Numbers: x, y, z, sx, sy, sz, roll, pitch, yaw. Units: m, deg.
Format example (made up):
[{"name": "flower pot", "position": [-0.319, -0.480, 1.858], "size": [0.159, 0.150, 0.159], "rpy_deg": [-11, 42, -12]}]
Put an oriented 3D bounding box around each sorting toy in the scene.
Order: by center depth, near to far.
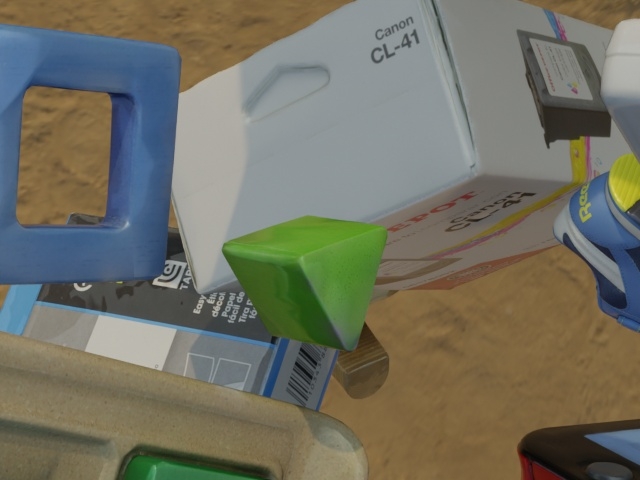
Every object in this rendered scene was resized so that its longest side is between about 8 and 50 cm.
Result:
[{"name": "sorting toy", "position": [-0.063, 0.122, 0.344], "size": [0.047, 0.196, 0.347], "rpy_deg": [9, 82, 42]}]

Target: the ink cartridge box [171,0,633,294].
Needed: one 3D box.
[{"name": "ink cartridge box", "position": [0.076, -0.055, 0.930], "size": [0.226, 0.306, 0.131], "rpy_deg": [-24, 77, 34]}]

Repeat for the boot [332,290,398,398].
[{"name": "boot", "position": [0.001, 0.000, 1.395], "size": [0.211, 0.104, 0.295], "rpy_deg": [52, 150, 38]}]

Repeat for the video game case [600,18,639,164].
[{"name": "video game case", "position": [0.189, 0.008, 0.346], "size": [0.193, 0.212, 0.023], "rpy_deg": [7, 73, 29]}]

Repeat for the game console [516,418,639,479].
[{"name": "game console", "position": [0.402, 0.219, 1.217], "size": [0.387, 0.342, 0.060], "rpy_deg": [-2, 98, -27]}]

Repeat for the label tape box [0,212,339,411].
[{"name": "label tape box", "position": [-0.170, 0.111, 1.094], "size": [0.334, 0.106, 0.240], "rpy_deg": [8, 68, 27]}]

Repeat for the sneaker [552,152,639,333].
[{"name": "sneaker", "position": [0.170, 0.022, 0.668], "size": [0.144, 0.053, 0.059], "rpy_deg": [48, 135, -11]}]
